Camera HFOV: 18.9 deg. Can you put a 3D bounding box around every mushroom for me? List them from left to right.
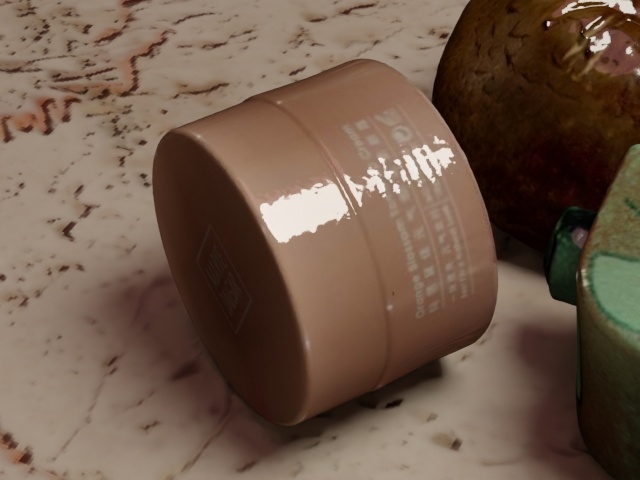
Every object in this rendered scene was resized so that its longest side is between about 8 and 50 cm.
[{"bbox_3d":[0.176,-0.080,0.984,0.231,0.138,0.194,-15,43,-13],"label":"mushroom"}]

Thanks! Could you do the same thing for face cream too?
[{"bbox_3d":[0.000,0.000,0.897,0.104,0.149,0.149,-23,45,-22],"label":"face cream"}]

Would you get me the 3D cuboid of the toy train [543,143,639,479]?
[{"bbox_3d":[0.249,0.059,0.836,0.326,0.129,0.159,13,50,17],"label":"toy train"}]
